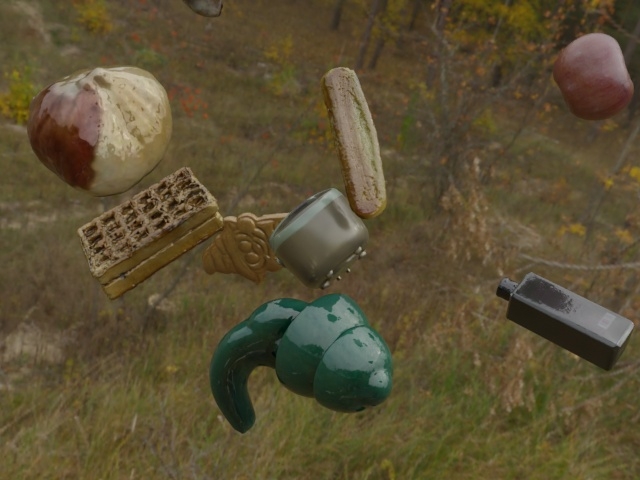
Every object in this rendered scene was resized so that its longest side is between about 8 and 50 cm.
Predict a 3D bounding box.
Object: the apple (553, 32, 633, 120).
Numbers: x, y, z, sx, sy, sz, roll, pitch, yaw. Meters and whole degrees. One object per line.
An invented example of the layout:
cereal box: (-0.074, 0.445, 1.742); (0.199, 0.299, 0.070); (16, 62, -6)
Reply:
apple: (0.485, -0.288, 1.322); (0.120, 0.153, 0.153); (-20, 10, 22)

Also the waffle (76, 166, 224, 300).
waffle: (-0.380, -0.027, 1.659); (0.308, 0.091, 0.213); (-32, 40, -9)

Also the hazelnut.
hazelnut: (-0.393, -0.211, 1.324); (0.261, 0.241, 0.261); (0, 46, 0)

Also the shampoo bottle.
shampoo bottle: (0.442, 0.140, 1.372); (0.246, 0.079, 0.080); (29, 53, 28)

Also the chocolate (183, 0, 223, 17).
chocolate: (-0.239, -0.578, 1.385); (0.100, 0.303, 0.185); (-24, 60, -31)

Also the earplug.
earplug: (-0.027, 0.191, 1.099); (0.280, 0.257, 0.164); (22, -16, 38)

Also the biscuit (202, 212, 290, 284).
biscuit: (-0.126, 0.010, 1.455); (0.162, 0.250, 0.035); (54, 19, -31)

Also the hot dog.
hot dog: (0.050, -0.136, 1.044); (0.066, 0.215, 0.047); (-15, 0, -9)

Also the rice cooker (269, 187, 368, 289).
rice cooker: (0.000, 0.000, 1.137); (0.127, 0.145, 0.206); (50, -6, 12)
